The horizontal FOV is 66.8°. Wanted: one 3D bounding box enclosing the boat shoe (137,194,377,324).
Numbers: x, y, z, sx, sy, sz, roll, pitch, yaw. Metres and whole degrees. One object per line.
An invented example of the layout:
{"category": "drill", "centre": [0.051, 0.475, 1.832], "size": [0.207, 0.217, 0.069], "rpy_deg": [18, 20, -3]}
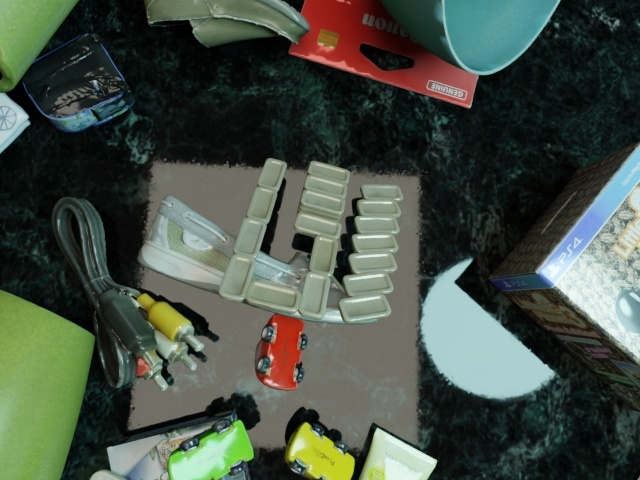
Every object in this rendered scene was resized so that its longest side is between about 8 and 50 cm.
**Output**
{"category": "boat shoe", "centre": [-0.072, 0.033, 0.633], "size": [0.321, 0.118, 0.103], "rpy_deg": [17, 86, 5]}

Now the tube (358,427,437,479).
{"category": "tube", "centre": [0.059, 0.375, 0.626], "size": [0.070, 0.062, 0.240], "rpy_deg": [41, 72, -39]}

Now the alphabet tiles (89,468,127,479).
{"category": "alphabet tiles", "centre": [-0.246, 0.434, 0.574], "size": [0.284, 0.021, 0.277], "rpy_deg": [21, 90, 11]}

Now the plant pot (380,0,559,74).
{"category": "plant pot", "centre": [0.160, -0.371, 0.580], "size": [0.195, 0.290, 0.290], "rpy_deg": [35, 80, 35]}

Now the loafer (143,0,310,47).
{"category": "loafer", "centre": [-0.138, -0.317, 0.695], "size": [0.251, 0.094, 0.087], "rpy_deg": [17, 106, 7]}

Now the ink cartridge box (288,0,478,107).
{"category": "ink cartridge box", "centre": [0.127, -0.367, 0.725], "size": [0.297, 0.066, 0.260], "rpy_deg": [16, 81, -2]}

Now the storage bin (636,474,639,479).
{"category": "storage bin", "centre": [0.528, 0.440, 0.619], "size": [0.262, 0.123, 0.260], "rpy_deg": [39, 82, 2]}

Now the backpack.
{"category": "backpack", "centre": [-0.325, -0.203, 0.657], "size": [0.114, 0.084, 0.105], "rpy_deg": [-31, 85, -13]}

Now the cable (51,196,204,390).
{"category": "cable", "centre": [-0.274, 0.076, 0.650], "size": [0.139, 0.072, 0.287], "rpy_deg": [-47, 71, 23]}

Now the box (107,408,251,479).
{"category": "box", "centre": [-0.163, 0.353, 0.616], "size": [0.159, 0.044, 0.232], "rpy_deg": [-13, 84, -6]}

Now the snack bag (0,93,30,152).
{"category": "snack bag", "centre": [-0.603, -0.168, 0.635], "size": [0.323, 0.037, 0.342], "rpy_deg": [-44, 87, 1]}

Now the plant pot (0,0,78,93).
{"category": "plant pot", "centre": [-0.395, -0.324, 0.551], "size": [0.276, 0.276, 0.253], "rpy_deg": [14, 71, -2]}

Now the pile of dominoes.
{"category": "pile of dominoes", "centre": [0.000, 0.000, 0.614], "size": [0.196, 0.040, 0.251], "rpy_deg": [15, 49, -3]}

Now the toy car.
{"category": "toy car", "centre": [-0.084, 0.231, 0.597], "size": [0.225, 0.053, 0.238], "rpy_deg": [-17, 83, -37]}

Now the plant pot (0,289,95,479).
{"category": "plant pot", "centre": [-0.391, 0.208, 0.528], "size": [0.275, 0.274, 0.293], "rpy_deg": [24, 66, -1]}

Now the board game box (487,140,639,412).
{"category": "board game box", "centre": [0.429, 0.059, 0.652], "size": [0.291, 0.141, 0.232], "rpy_deg": [42, 81, 1]}
